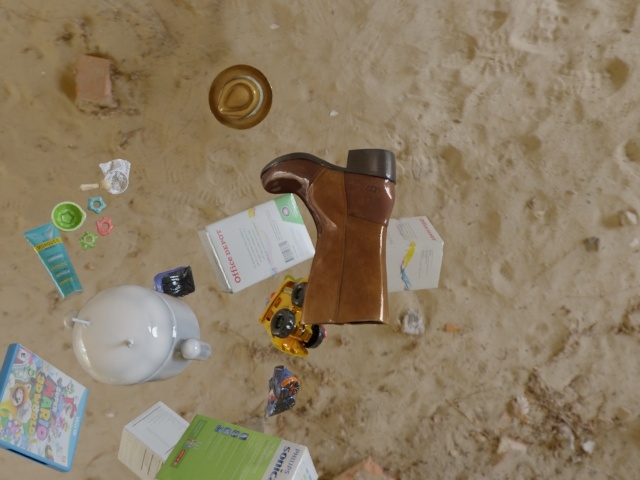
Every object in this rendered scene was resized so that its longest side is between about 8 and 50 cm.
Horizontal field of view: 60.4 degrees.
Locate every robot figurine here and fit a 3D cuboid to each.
[{"bbox_3d":[-0.382,0.200,1.161,0.300,0.353,0.200,9,80,6],"label":"robot figurine"}]

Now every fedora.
[{"bbox_3d":[-0.233,-0.402,1.559,0.194,0.079,0.194,2,109,5],"label":"fedora"}]

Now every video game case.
[{"bbox_3d":[-0.368,0.224,0.724,0.015,0.119,0.166,-9,144,8],"label":"video game case"}]

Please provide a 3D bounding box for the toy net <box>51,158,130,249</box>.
[{"bbox_3d":[-0.508,-0.096,1.279,0.122,0.045,0.232,40,66,-15],"label":"toy net"}]

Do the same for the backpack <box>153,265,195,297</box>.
[{"bbox_3d":[-0.487,0.144,1.802,0.101,0.120,0.098,-9,97,39],"label":"backpack"}]

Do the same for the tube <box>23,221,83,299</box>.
[{"bbox_3d":[-0.677,0.052,1.409,0.207,0.080,0.052,59,147,9],"label":"tube"}]

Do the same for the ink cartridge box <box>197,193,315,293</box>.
[{"bbox_3d":[-0.141,0.006,1.207,0.212,0.093,0.154,-25,97,-25],"label":"ink cartridge box"}]

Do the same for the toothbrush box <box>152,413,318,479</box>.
[{"bbox_3d":[-0.180,0.505,1.128,0.283,0.206,0.122,5,132,26],"label":"toothbrush box"}]

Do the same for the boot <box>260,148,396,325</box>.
[{"bbox_3d":[0.000,0.000,0.910,0.264,0.096,0.280,1,80,24],"label":"boot"}]

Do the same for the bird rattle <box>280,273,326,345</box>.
[{"bbox_3d":[-0.063,0.245,1.744,0.143,0.253,0.207,23,125,-30],"label":"bird rattle"}]

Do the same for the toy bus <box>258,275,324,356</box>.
[{"bbox_3d":[-0.071,0.182,1.555,0.149,0.211,0.220,29,94,-38],"label":"toy bus"}]

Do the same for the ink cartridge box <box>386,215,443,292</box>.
[{"bbox_3d":[0.234,0.044,1.683,0.232,0.171,0.168,-5,122,-7],"label":"ink cartridge box"}]

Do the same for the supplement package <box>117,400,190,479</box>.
[{"bbox_3d":[-0.402,0.578,1.477,0.244,0.139,0.134,30,120,20],"label":"supplement package"}]

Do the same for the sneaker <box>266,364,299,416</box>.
[{"bbox_3d":[-0.118,0.446,1.631,0.083,0.087,0.221,-8,139,-30],"label":"sneaker"}]
